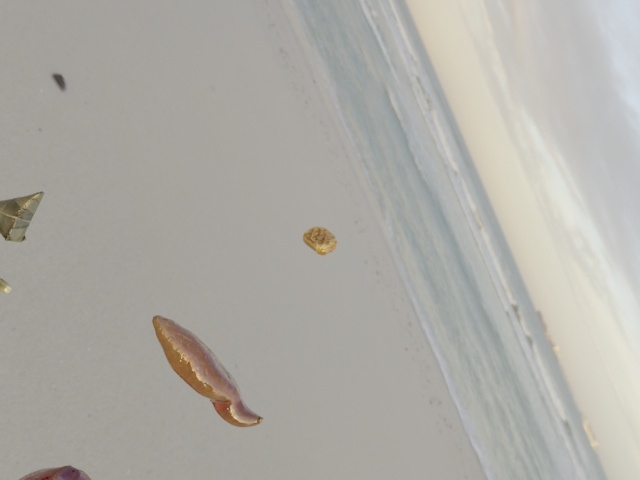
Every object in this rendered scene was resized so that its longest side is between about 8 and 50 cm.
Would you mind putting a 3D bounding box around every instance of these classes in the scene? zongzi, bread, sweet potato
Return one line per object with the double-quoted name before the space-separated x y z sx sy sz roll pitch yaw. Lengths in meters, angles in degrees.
"zongzi" -0.879 -0.104 1.626 0.160 0.176 0.078 34 12 13
"bread" 0.000 0.000 1.706 0.110 0.083 0.044 39 -34 41
"sweet potato" -0.153 0.177 0.755 0.202 0.055 0.058 54 26 -15

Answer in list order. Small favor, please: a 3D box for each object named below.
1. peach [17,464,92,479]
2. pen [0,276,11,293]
"peach" -0.589 0.658 1.191 0.290 0.372 0.373 40 25 -15
"pen" -0.830 0.100 1.437 0.032 0.233 0.040 28 81 -47
